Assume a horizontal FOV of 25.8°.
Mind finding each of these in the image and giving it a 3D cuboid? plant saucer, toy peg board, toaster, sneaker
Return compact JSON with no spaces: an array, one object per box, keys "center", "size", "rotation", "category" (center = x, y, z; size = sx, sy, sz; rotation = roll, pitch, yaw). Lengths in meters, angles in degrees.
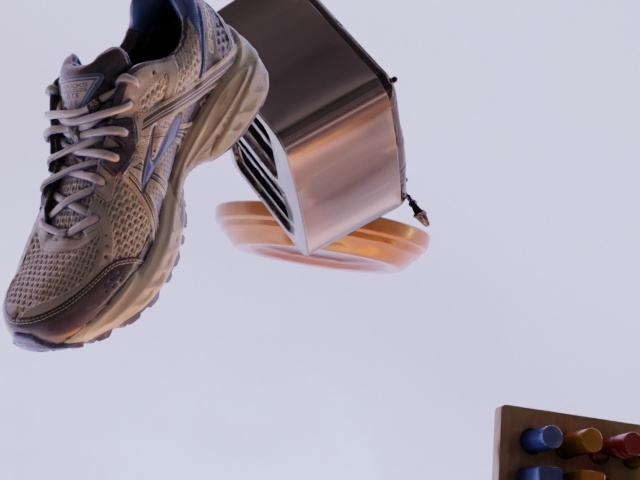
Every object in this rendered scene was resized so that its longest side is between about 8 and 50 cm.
[{"center":[0.000,0.000,1.286],"size":[0.200,0.200,0.037],"rotation":[9,-97,-10],"category":"plant saucer"},{"center":[0.233,0.223,1.182],"size":[0.160,0.079,0.161],"rotation":[11,-109,-20],"category":"toy peg board"},{"center":[-0.008,-0.096,1.133],"size":[0.110,0.168,0.186],"rotation":[-31,-122,-12],"category":"toaster"},{"center":[-0.067,-0.028,0.432],"size":[0.052,0.058,0.135],"rotation":[1,-129,31],"category":"sneaker"}]
